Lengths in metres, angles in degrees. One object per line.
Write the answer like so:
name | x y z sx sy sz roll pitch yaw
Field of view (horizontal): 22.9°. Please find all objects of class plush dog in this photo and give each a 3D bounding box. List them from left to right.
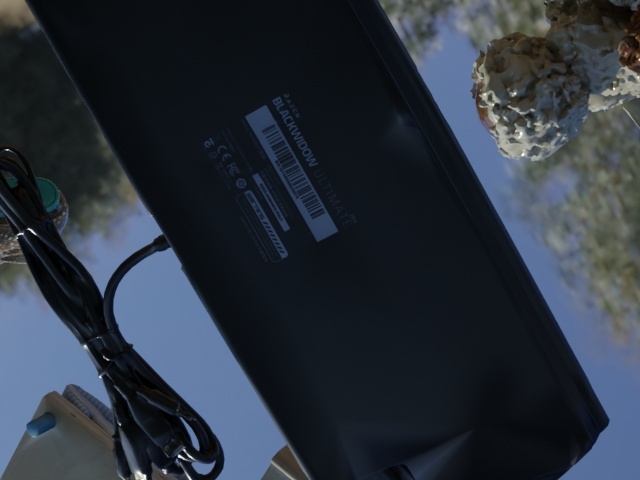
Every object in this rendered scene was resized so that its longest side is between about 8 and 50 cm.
plush dog | 0.225 -0.188 1.048 0.225 0.211 0.262 137 -41 -71

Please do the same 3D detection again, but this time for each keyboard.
keyboard | -0.040 -0.013 0.628 0.201 0.317 0.033 -27 -173 22

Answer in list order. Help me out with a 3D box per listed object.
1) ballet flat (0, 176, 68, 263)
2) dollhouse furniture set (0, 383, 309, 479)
ballet flat | -0.280 -0.005 1.095 0.206 0.067 0.073 2 -140 -12
dollhouse furniture set | -0.060 0.176 0.993 0.286 0.303 0.198 -62 164 25
